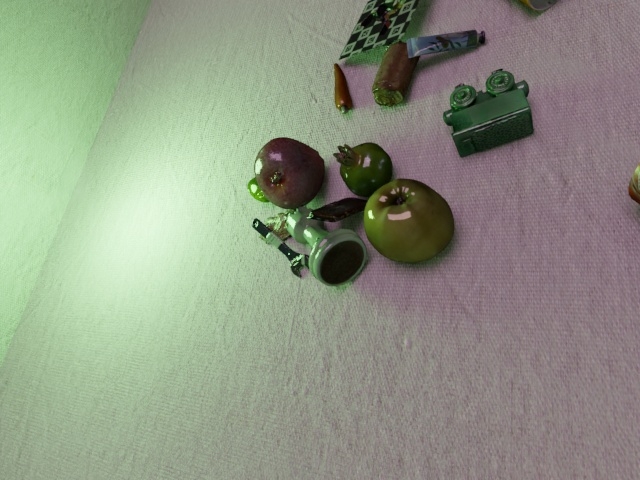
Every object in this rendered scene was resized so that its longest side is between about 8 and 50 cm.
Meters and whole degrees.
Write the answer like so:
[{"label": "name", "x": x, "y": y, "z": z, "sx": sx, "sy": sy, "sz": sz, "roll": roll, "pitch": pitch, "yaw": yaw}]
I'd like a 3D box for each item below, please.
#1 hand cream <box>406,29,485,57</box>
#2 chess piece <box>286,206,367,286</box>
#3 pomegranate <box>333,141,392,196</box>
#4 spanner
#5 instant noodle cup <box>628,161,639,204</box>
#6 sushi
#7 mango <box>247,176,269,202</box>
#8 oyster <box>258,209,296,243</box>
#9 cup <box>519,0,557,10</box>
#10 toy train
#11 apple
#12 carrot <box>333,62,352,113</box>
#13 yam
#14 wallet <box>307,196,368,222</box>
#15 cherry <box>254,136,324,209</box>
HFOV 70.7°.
[{"label": "hand cream", "x": 0.453, "y": -0.715, "z": 1.633, "sx": 0.272, "sy": 0.058, "sz": 0.091, "roll": -4, "pitch": 70, "yaw": 9}, {"label": "chess piece", "x": 0.000, "y": 0.000, "z": 1.506, "sx": 0.194, "sy": 0.195, "sz": 0.299, "roll": -47, "pitch": 43, "yaw": 1}, {"label": "pomegranate", "x": 0.136, "y": -0.251, "z": 1.517, "sx": 0.187, "sy": 0.225, "sz": 0.186, "roll": -16, "pitch": 64, "yaw": 38}, {"label": "spanner", "x": -0.151, "y": 0.020, "z": 1.634, "sx": 0.316, "sy": 0.024, "sz": 0.087, "roll": 39, "pitch": 108, "yaw": 27}, {"label": "instant noodle cup", "x": 0.864, "y": -0.127, "z": 1.031, "sx": 0.250, "sy": 0.250, "sz": 0.192, "roll": -42, "pitch": 43, "yaw": 5}, {"label": "sushi", "x": 0.273, "y": -0.887, "z": 1.843, "sx": 0.343, "sy": 0.064, "sz": 0.358, "roll": 3, "pitch": 63, "yaw": 48}, {"label": "mango", "x": -0.219, "y": -0.205, "z": 1.782, "sx": 0.119, "sy": 0.100, "sz": 0.179, "roll": -28, "pitch": 33, "yaw": -35}, {"label": "oyster", "x": -0.153, "y": -0.060, "z": 1.684, "sx": 0.209, "sy": 0.072, "sz": 0.132, "roll": -2, "pitch": 62, "yaw": 32}, {"label": "cup", "x": 0.739, "y": -0.927, "z": 1.569, "sx": 0.227, "sy": 0.182, "sz": 0.263, "roll": -16, "pitch": 44, "yaw": -17}, {"label": "toy train", "x": 0.525, "y": -0.405, "z": 1.420, "sx": 0.266, "sy": 0.145, "sz": 0.201, "roll": -17, "pitch": 62, "yaw": 23}, {"label": "apple", "x": 0.262, "y": -0.061, "z": 1.345, "sx": 0.263, "sy": 0.262, "sz": 0.262, "roll": -13, "pitch": 60, "yaw": 24}, {"label": "carrot", "x": 0.086, "y": -0.628, "z": 1.850, "sx": 0.069, "sy": 0.069, "sz": 0.335, "roll": -20, "pitch": 51, "yaw": 20}, {"label": "yam", "x": 0.277, "y": -0.616, "z": 1.685, "sx": 0.129, "sy": 0.128, "sz": 0.238, "roll": -19, "pitch": 46, "yaw": 57}, {"label": "wallet", "x": 0.069, "y": -0.107, "z": 1.505, "sx": 0.122, "sy": 0.232, "sz": 0.031, "roll": 14, "pitch": 116, "yaw": 35}, {"label": "cherry", "x": -0.107, "y": -0.250, "z": 1.639, "sx": 0.221, "sy": 0.261, "sz": 0.307, "roll": -23, "pitch": 11, "yaw": 46}]
